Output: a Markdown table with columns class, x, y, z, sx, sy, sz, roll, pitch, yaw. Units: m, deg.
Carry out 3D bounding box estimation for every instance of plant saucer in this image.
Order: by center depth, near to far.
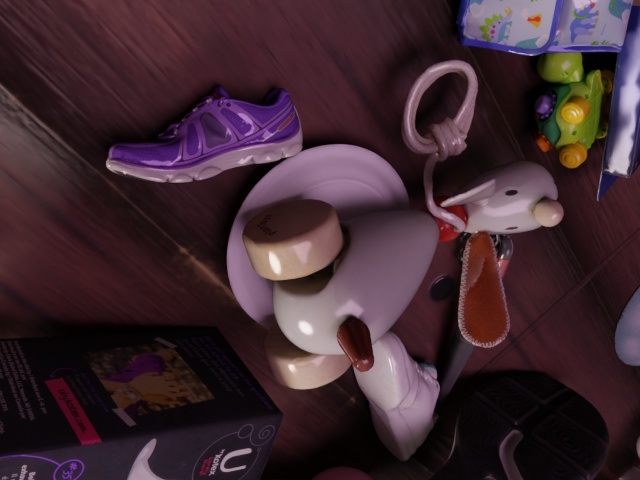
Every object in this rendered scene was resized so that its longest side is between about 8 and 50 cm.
| class | x | y | z | sx | sy | sz | roll | pitch | yaw |
| --- | --- | --- | --- | --- | --- | --- | --- | --- | --- |
| plant saucer | 0.523 | 0.115 | 0.979 | 0.195 | 0.037 | 0.195 | -11 | 121 | -19 |

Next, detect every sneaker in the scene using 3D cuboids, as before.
| class | x | y | z | sx | sy | sz | roll | pitch | yaw |
| --- | --- | --- | --- | --- | --- | --- | --- | --- | --- |
| sneaker | -0.098 | -0.091 | 0.556 | 0.170 | 0.068 | 0.071 | -19 | 108 | -26 |
| sneaker | 0.101 | 0.166 | 0.788 | 0.094 | 0.080 | 0.212 | -33 | 134 | -21 |
| sneaker | 0.190 | 0.353 | 0.828 | 0.447 | 0.169 | 0.257 | -26 | 142 | -46 |

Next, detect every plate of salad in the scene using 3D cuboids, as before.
| class | x | y | z | sx | sy | sz | roll | pitch | yaw |
| --- | --- | --- | --- | --- | --- | --- | --- | --- | --- |
| plate of salad | 0.000 | 0.000 | 0.650 | 0.199 | 0.048 | 0.200 | -12 | 118 | -23 |

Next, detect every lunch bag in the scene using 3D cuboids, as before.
| class | x | y | z | sx | sy | sz | roll | pitch | yaw |
| --- | --- | --- | --- | --- | --- | --- | --- | --- | --- |
| lunch bag | 0.203 | -0.239 | 0.595 | 0.151 | 0.096 | 0.129 | -1 | 121 | -7 |

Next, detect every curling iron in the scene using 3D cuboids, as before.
| class | x | y | z | sx | sy | sz | roll | pitch | yaw |
| --- | --- | --- | --- | --- | --- | --- | --- | --- | --- |
| curling iron | 0.172 | 0.092 | 0.786 | 0.035 | 0.068 | 0.274 | -10 | 126 | -23 |

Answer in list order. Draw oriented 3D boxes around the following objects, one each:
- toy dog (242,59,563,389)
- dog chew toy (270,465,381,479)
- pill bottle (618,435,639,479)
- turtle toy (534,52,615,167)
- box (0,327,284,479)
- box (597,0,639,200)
| class | x | y | z | sx | sy | sz | roll | pitch | yaw |
| --- | --- | --- | --- | --- | --- | --- | --- | --- | --- |
| toy dog | 0.090 | 0.018 | 0.579 | 0.333 | 0.161 | 0.220 | -41 | 126 | -6 |
| dog chew toy | -0.054 | 0.371 | 0.746 | 0.331 | 0.206 | 0.207 | -22 | 125 | -23 |
| pill bottle | 0.652 | 0.333 | 1.073 | 0.323 | 0.181 | 0.181 | -39 | 127 | -2 |
| turtle toy | 0.256 | -0.142 | 0.684 | 0.095 | 0.066 | 0.130 | -39 | 132 | -35 |
| box | -0.195 | 0.185 | 0.576 | 0.270 | 0.143 | 0.165 | 4 | 116 | -40 |
| box | 0.342 | -0.162 | 0.700 | 0.136 | 0.036 | 0.225 | -38 | 134 | -40 |
